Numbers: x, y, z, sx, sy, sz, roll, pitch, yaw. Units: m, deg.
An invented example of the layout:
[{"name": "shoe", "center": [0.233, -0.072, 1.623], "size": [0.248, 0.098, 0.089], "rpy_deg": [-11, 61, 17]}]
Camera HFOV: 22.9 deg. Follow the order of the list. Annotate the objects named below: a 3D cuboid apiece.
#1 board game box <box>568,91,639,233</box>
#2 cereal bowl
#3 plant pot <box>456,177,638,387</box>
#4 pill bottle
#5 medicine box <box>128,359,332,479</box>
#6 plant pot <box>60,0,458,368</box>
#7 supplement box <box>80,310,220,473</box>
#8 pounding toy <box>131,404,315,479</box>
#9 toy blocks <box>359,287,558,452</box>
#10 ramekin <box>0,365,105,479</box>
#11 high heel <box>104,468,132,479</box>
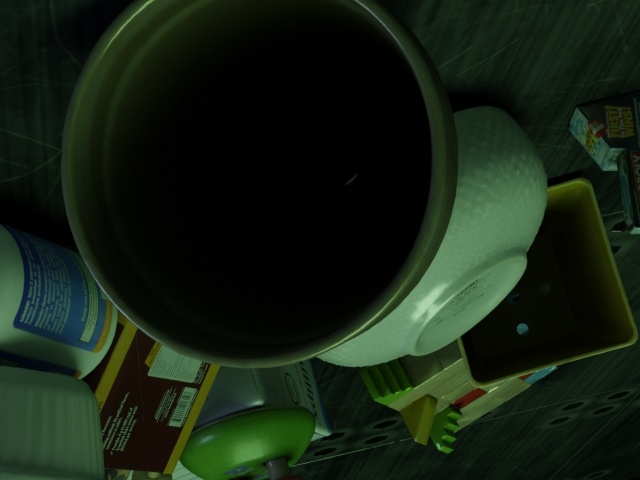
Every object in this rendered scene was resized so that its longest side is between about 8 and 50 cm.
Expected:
[{"name": "board game box", "center": [0.378, -0.093, 1.751], "size": [0.194, 0.194, 0.060], "rpy_deg": [-1, 157, -1]}, {"name": "cereal bowl", "center": [0.116, 0.022, 1.698], "size": [0.339, 0.141, 0.339], "rpy_deg": [-34, 160, -14]}, {"name": "plant pot", "center": [0.254, 0.062, 1.999], "size": [0.212, 0.212, 0.187], "rpy_deg": [-16, 173, -2]}, {"name": "pill bottle", "center": [-0.334, 0.056, 1.583], "size": [0.152, 0.152, 0.272], "rpy_deg": [-24, 158, 18]}, {"name": "medicine box", "center": [-0.164, 0.219, 2.132], "size": [0.263, 0.149, 0.289], "rpy_deg": [-21, 159, 13]}, {"name": "plant pot", "center": [-0.018, -0.067, 1.358], "size": [0.323, 0.323, 0.280], "rpy_deg": [-23, 176, 17]}, {"name": "supplement box", "center": [-0.234, 0.150, 1.799], "size": [0.194, 0.129, 0.191], "rpy_deg": [18, 97, -56]}, {"name": "pounding toy", "center": [-0.108, 0.296, 2.005], "size": [0.237, 0.110, 0.183], "rpy_deg": [-8, 157, -21]}, {"name": "toy blocks", "center": [0.232, 0.153, 2.274], "size": [0.261, 0.191, 0.381], "rpy_deg": [-33, 156, 12]}, {"name": "ramekin", "center": [-0.343, 0.200, 1.586], "size": [0.273, 0.127, 0.273], "rpy_deg": [2, 166, 1]}, {"name": "high heel", "center": [-0.352, 0.286, 1.932], "size": [0.261, 0.093, 0.186], "rpy_deg": [-44, 120, 13]}]
